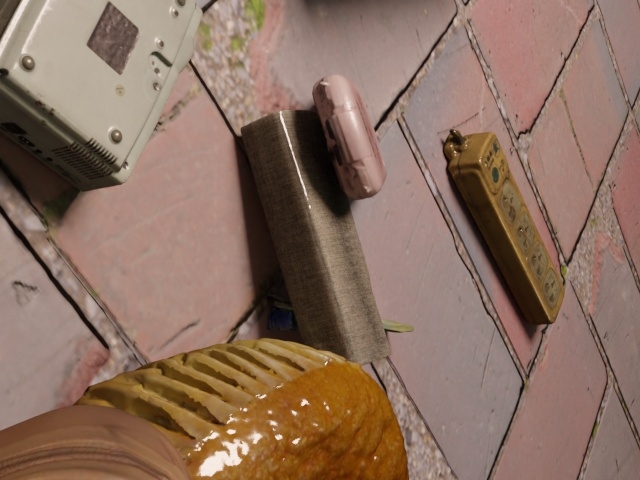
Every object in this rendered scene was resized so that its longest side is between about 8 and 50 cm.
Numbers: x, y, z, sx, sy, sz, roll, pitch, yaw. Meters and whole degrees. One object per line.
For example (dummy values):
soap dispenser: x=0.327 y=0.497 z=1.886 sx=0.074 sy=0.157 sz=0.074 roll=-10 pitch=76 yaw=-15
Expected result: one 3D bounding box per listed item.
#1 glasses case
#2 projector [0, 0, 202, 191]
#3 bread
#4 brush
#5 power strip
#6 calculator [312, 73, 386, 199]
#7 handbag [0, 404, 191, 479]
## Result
glasses case: x=0.000 y=0.000 z=0.680 sx=0.070 sy=0.047 sz=0.205 roll=-8 pitch=79 yaw=-56
projector: x=-0.144 y=-0.122 z=0.538 sx=0.115 sy=0.061 sz=0.147 roll=43 pitch=55 yaw=-42
bread: x=-0.054 y=0.182 z=0.554 sx=0.253 sy=0.142 sz=0.228 roll=-12 pitch=103 yaw=-53
brush: x=0.021 y=0.073 z=0.745 sx=0.178 sy=0.033 sz=0.030 roll=17 pitch=79 yaw=-49
power strip: x=0.219 y=-0.012 z=0.995 sx=0.305 sy=0.044 sz=0.064 roll=57 pitch=47 yaw=-30
calculator: x=0.027 y=-0.087 z=0.716 sx=0.175 sy=0.032 sz=0.100 roll=-53 pitch=125 yaw=-79
handbag: x=-0.150 y=0.246 z=0.356 sx=0.149 sy=0.283 sz=0.302 roll=-116 pitch=-168 yaw=-75
